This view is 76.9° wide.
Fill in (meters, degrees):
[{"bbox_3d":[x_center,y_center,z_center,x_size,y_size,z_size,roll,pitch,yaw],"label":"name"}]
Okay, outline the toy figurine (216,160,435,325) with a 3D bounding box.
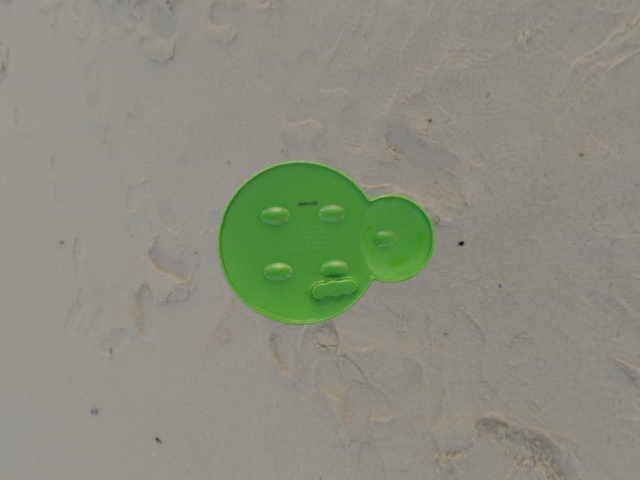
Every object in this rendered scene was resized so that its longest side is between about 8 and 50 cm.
[{"bbox_3d":[0.000,0.000,0.393,0.173,0.159,0.129,-4,91,-5],"label":"toy figurine"}]
